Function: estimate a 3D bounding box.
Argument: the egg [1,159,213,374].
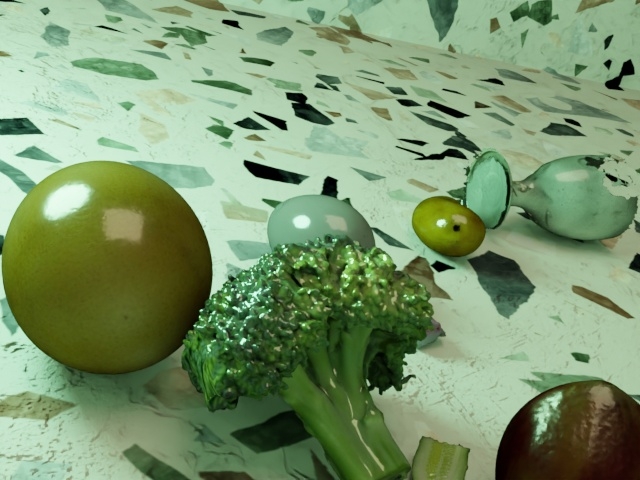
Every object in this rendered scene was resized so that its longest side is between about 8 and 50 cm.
[{"bbox_3d":[-0.267,0.025,1.123,0.250,0.250,0.322,3,26,-27],"label":"egg"}]

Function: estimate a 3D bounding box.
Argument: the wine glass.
[{"bbox_3d":[0.490,-0.095,1.902,0.357,0.190,0.190,1,29,-19],"label":"wine glass"}]

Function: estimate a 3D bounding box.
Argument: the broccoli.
[{"bbox_3d":[0.012,0.121,1.051,0.302,0.249,0.375,34,6,24],"label":"broccoli"}]

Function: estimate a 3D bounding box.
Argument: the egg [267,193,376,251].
[{"bbox_3d":[0.000,0.000,1.452,0.199,0.146,0.146,28,27,37],"label":"egg"}]

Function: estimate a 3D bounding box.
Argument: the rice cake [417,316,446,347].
[{"bbox_3d":[0.110,0.074,1.479,0.081,0.051,0.290,0,31,-30],"label":"rice cake"}]

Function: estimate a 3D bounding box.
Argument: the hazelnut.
[{"bbox_3d":[0.307,0.259,1.049,0.208,0.208,0.208,13,26,-7],"label":"hazelnut"}]

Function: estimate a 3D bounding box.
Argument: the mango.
[{"bbox_3d":[0.242,-0.035,1.728,0.136,0.099,0.227,9,18,-4],"label":"mango"}]

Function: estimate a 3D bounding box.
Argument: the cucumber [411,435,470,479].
[{"bbox_3d":[0.140,0.287,1.089,0.067,0.035,0.107,12,32,15],"label":"cucumber"}]
